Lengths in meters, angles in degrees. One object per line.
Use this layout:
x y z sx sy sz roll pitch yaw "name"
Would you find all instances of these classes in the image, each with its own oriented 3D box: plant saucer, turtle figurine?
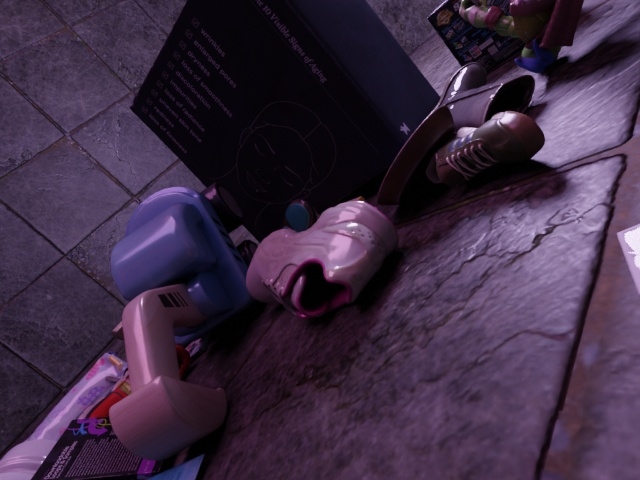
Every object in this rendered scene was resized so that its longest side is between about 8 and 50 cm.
0.145 -0.115 0.614 0.168 0.029 0.168 -46 -17 -19 "plant saucer"
0.316 -0.421 0.634 0.198 0.266 0.274 15 60 36 "turtle figurine"

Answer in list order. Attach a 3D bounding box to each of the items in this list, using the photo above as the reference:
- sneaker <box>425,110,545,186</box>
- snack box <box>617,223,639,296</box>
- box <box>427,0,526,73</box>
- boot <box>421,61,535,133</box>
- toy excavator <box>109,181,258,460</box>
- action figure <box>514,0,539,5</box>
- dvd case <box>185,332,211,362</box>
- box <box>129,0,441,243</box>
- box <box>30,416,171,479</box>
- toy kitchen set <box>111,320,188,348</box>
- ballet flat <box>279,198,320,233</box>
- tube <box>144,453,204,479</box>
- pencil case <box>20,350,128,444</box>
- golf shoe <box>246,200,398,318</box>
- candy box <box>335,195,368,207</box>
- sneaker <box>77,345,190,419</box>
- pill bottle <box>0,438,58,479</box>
0.189 -0.099 0.519 0.086 0.064 0.192 -43 9 3 "sneaker"
0.252 -0.018 0.203 0.178 0.022 0.064 -32 18 37 "snack box"
0.356 -0.456 0.844 0.220 0.175 0.051 -27 22 49 "box"
0.261 -0.236 0.681 0.189 0.076 0.208 -59 9 -4 "boot"
-0.242 0.088 0.707 0.222 0.432 0.445 -33 -11 8 "toy excavator"
0.285 -0.363 0.383 0.275 0.370 0.248 -58 -8 30 "action figure"
-0.282 0.245 0.887 0.119 0.013 0.087 -40 15 8 "dvd case"
-0.082 -0.308 0.941 0.472 0.480 0.297 -31 16 43 "box"
-0.282 0.286 0.569 0.162 0.029 0.116 -3 17 -3 "box"
-0.390 0.251 1.064 0.207 0.166 0.122 10 46 25 "toy kitchen set"
-0.043 -0.036 0.882 0.074 0.074 0.203 -54 0 -34 "ballet flat"
-0.221 0.314 0.483 0.207 0.052 0.080 -32 24 21 "tube"
-0.536 0.392 0.951 0.124 0.113 0.273 1 43 42 "pencil case"
-0.033 0.050 0.596 0.306 0.115 0.140 -29 24 46 "golf shoe"
0.000 0.000 0.799 0.206 0.027 0.105 -48 12 -19 "candy box"
-0.305 0.273 0.707 0.118 0.107 0.279 -30 20 17 "sneaker"
-0.407 0.398 0.505 0.161 0.161 0.283 -42 15 7 "pill bottle"
